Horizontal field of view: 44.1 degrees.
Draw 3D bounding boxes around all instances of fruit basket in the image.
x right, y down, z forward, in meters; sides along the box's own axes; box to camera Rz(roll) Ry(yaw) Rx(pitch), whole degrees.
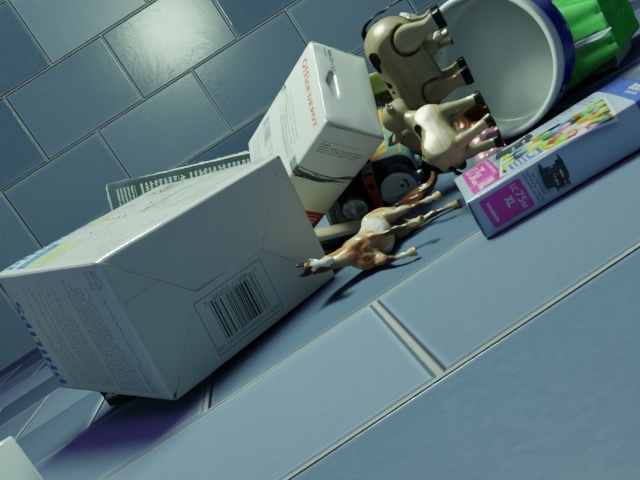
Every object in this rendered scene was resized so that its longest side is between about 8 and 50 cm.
[{"bbox_3d":[0.443,-0.367,1.581,0.353,0.165,0.327,-28,9,41],"label":"fruit basket"}]

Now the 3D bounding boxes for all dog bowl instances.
[{"bbox_3d":[0.311,-0.318,1.415,0.265,0.264,0.104,-26,6,41],"label":"dog bowl"}]

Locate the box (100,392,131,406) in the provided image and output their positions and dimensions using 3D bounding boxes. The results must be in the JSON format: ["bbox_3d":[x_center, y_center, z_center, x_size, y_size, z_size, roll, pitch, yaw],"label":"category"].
[{"bbox_3d":[-0.266,0.196,1.376,0.184,0.045,0.190,-30,10,28],"label":"box"}]

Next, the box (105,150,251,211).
[{"bbox_3d":[-0.280,-0.081,1.955,0.396,0.211,0.293,-13,3,2],"label":"box"}]

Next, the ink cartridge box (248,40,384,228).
[{"bbox_3d":[-0.016,-0.175,1.379,0.114,0.197,0.273,9,-38,-26],"label":"ink cartridge box"}]

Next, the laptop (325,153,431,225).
[{"bbox_3d":[0.195,-0.158,1.781,0.382,0.236,0.408,-31,-20,9],"label":"laptop"}]

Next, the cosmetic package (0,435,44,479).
[{"bbox_3d":[-0.591,0.438,1.042,0.285,0.097,0.377,-25,11,29],"label":"cosmetic package"}]

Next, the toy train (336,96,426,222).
[{"bbox_3d":[0.102,-0.162,1.550,0.190,0.142,0.334,-18,32,12],"label":"toy train"}]

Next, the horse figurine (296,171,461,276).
[{"bbox_3d":[0.101,-0.016,1.171,0.175,0.066,0.263,-20,16,38],"label":"horse figurine"}]

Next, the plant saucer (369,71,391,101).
[{"bbox_3d":[0.130,-0.309,1.679,0.241,0.037,0.241,-17,-5,-1],"label":"plant saucer"}]

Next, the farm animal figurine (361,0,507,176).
[{"bbox_3d":[0.164,-0.223,1.264,0.172,0.326,0.330,-26,1,15],"label":"farm animal figurine"}]

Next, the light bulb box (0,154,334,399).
[{"bbox_3d":[-0.246,0.056,1.253,0.361,0.225,0.358,-7,22,49],"label":"light bulb box"}]

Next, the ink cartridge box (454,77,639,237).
[{"bbox_3d":[0.321,-0.123,0.995,0.311,0.065,0.186,-30,9,11],"label":"ink cartridge box"}]

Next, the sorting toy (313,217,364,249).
[{"bbox_3d":[0.000,0.000,1.394,0.193,0.038,0.208,-14,-1,-38],"label":"sorting toy"}]
